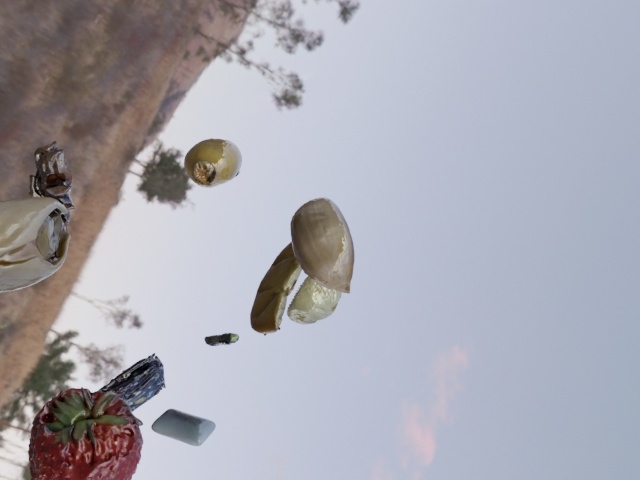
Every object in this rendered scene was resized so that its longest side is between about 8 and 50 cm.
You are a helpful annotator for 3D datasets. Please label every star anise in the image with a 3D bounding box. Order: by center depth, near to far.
[{"bbox_3d":[-0.643,-0.124,1.618,0.214,0.099,0.220,7,-77,52],"label":"star anise"}]

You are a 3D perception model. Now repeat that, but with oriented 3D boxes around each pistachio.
[{"bbox_3d":[-0.479,0.005,1.045,0.153,0.238,0.137,19,-66,26],"label":"pistachio"}]

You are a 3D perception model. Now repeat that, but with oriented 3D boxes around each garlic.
[{"bbox_3d":[-0.006,-0.017,1.797,0.151,0.196,0.338,-21,-140,-1],"label":"garlic"}]

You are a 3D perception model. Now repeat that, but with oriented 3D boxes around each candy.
[{"bbox_3d":[-0.435,0.595,2.182,0.138,0.174,0.071,-36,140,-73],"label":"candy"}]

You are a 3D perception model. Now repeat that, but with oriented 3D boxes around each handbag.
[{"bbox_3d":[-0.639,0.504,2.321,0.260,0.162,0.113,-35,-121,-28],"label":"handbag"}]

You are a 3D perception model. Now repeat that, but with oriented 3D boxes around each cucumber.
[{"bbox_3d":[-0.366,0.362,2.491,0.257,0.043,0.044,-17,-114,57],"label":"cucumber"}]

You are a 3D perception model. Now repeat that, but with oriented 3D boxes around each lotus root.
[{"bbox_3d":[-0.297,-0.222,1.923,0.146,0.131,0.303,-20,-170,9],"label":"lotus root"}]

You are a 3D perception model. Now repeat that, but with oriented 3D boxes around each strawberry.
[{"bbox_3d":[-0.525,0.474,1.515,0.261,0.261,0.257,-119,-148,-60],"label":"strawberry"}]

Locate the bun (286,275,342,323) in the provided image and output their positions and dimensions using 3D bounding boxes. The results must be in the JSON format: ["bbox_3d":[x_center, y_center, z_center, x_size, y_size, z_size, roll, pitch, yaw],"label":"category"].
[{"bbox_3d":[-0.006,0.188,2.234,0.220,0.134,0.220,-50,168,-15],"label":"bun"}]

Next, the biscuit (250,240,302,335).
[{"bbox_3d":[-0.126,0.131,2.003,0.154,0.045,0.299,9,-106,52],"label":"biscuit"}]
